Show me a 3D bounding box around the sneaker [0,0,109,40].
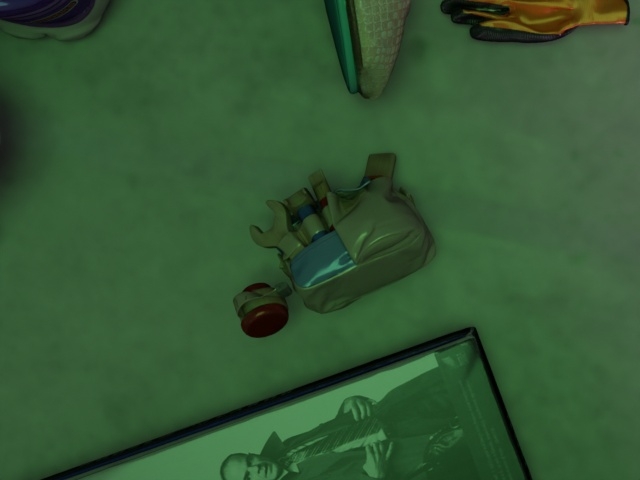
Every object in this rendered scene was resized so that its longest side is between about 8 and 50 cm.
[{"bbox_3d":[-0.169,-0.118,0.490,0.169,0.071,0.068,3,92,8],"label":"sneaker"}]

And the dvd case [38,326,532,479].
[{"bbox_3d":[-0.019,0.159,0.502,0.238,0.029,0.179,-20,90,8],"label":"dvd case"}]

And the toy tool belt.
[{"bbox_3d":[0.000,0.000,0.490,0.083,0.052,0.051,-26,57,4],"label":"toy tool belt"}]

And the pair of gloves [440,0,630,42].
[{"bbox_3d":[0.085,-0.120,0.488,0.074,0.010,0.083,0,89,9],"label":"pair of gloves"}]

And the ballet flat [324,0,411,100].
[{"bbox_3d":[0.016,-0.140,0.475,0.052,0.057,0.168,-14,91,-2],"label":"ballet flat"}]
